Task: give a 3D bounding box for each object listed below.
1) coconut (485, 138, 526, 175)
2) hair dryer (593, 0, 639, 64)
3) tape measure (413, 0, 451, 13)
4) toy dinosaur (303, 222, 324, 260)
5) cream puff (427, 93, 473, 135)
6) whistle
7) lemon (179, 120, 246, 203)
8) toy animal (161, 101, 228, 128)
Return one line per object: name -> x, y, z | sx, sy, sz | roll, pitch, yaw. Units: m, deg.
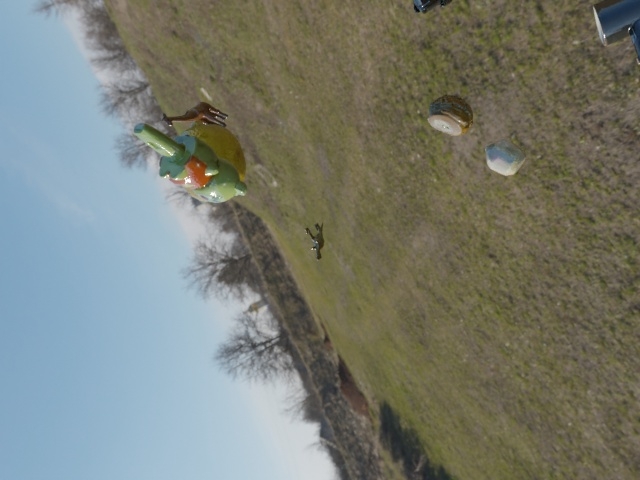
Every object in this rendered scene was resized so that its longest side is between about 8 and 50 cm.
coconut -> 0.579, -0.267, 1.515 | 0.124, 0.110, 0.110 | 38, 165, 18
hair dryer -> 0.516, -0.279, 0.716 | 0.070, 0.128, 0.256 | 18, -122, -54
tape measure -> 0.220, -0.609, 1.075 | 0.199, 0.112, 0.186 | 50, -156, -19
toy dinosaur -> 0.000, 0.000, 1.728 | 0.162, 0.039, 0.127 | -18, -95, -63
cream puff -> 0.459, -0.443, 1.676 | 0.165, 0.115, 0.150 | 34, 171, -14
whistle -> -0.277, -0.162, 1.039 | 0.131, 0.106, 0.288 | 13, 167, 40
lemon -> -0.351, -0.248, 1.502 | 0.228, 0.228, 0.254 | -133, 24, -69
toy animal -> -0.468, -0.461, 1.799 | 0.066, 0.229, 0.224 | -58, 26, 36
